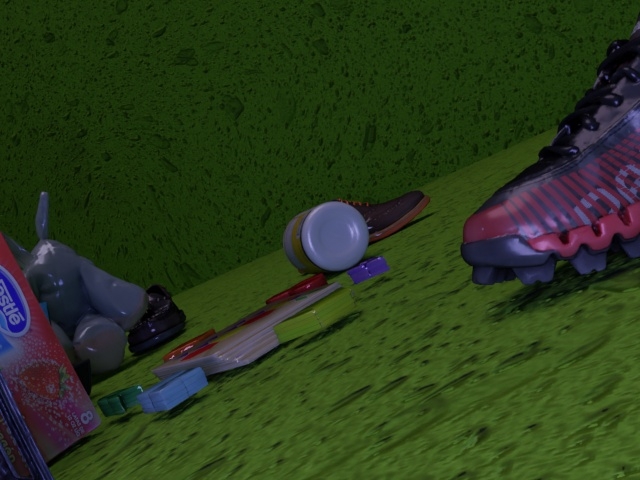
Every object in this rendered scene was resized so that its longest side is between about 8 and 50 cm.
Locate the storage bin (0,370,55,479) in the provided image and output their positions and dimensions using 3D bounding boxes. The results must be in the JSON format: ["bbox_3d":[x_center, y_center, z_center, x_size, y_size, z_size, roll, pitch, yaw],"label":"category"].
[{"bbox_3d":[-0.235,0.142,0.388,0.084,0.122,0.180,-24,3,22],"label":"storage bin"}]

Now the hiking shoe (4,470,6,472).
[{"bbox_3d":[-0.298,0.168,0.462,0.086,0.114,0.227,-35,-3,21],"label":"hiking shoe"}]

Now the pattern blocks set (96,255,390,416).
[{"bbox_3d":[-0.066,0.094,0.785,0.325,0.026,0.285,-27,3,-32],"label":"pattern blocks set"}]

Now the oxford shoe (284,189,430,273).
[{"bbox_3d":[0.067,-0.039,1.376,0.271,0.098,0.097,-26,3,-9],"label":"oxford shoe"}]

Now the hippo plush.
[{"bbox_3d":[-0.447,0.134,1.269,0.234,0.294,0.236,-45,-5,-37],"label":"hippo plush"}]

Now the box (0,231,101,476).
[{"bbox_3d":[-0.354,0.084,0.689,0.154,0.299,0.142,-25,4,35],"label":"box"}]

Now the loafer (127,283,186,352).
[{"bbox_3d":[-0.312,0.137,1.420,0.109,0.095,0.302,-26,3,-6],"label":"loafer"}]

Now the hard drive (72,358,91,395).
[{"bbox_3d":[-0.425,0.233,1.038,0.255,0.054,0.172,-23,3,42],"label":"hard drive"}]

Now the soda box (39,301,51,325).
[{"bbox_3d":[-0.354,0.150,0.928,0.071,0.067,0.210,-10,23,-20],"label":"soda box"}]

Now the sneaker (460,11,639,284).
[{"bbox_3d":[0.198,-0.071,0.484,0.276,0.135,0.097,-27,5,-6],"label":"sneaker"}]

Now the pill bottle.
[{"bbox_3d":[0.000,0.000,1.191,0.103,0.103,0.184,-26,3,-16],"label":"pill bottle"}]
